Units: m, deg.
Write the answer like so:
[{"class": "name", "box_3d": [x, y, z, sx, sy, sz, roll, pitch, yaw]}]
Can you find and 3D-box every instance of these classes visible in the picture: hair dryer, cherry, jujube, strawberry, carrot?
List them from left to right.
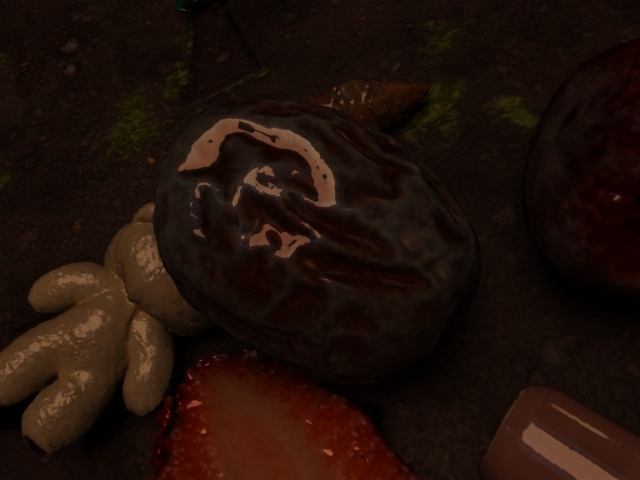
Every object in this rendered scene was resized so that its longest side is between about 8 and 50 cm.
[{"class": "strawberry", "box_3d": [-0.026, 0.234, 0.469, 0.234, 0.137, 0.306, -10, 34, -15]}, {"class": "jujube", "box_3d": [0.001, -0.001, 0.512, 0.308, 0.215, 0.246, 18, 62, -2]}, {"class": "carrot", "box_3d": [0.028, -0.163, 0.724, 0.263, 0.102, 0.102, -20, 54, -4]}, {"class": "hair dryer", "box_3d": [0.147, 0.254, 0.337, 0.189, 0.106, 0.344, 30, 47, 28]}, {"class": "cherry", "box_3d": [0.297, -0.074, 0.496, 0.203, 0.230, 0.300, 9, 40, -5]}]

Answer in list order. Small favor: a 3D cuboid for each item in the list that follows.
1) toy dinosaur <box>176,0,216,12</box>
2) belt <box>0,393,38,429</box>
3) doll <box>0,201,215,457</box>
[{"class": "toy dinosaur", "box_3d": [-0.231, -0.473, 1.018, 0.096, 0.059, 0.132, 23, 59, 22]}, {"class": "belt", "box_3d": [-0.389, 0.183, 0.610, 0.140, 0.105, 0.058, -13, 55, 20]}, {"class": "doll", "box_3d": [-0.236, 0.096, 0.603, 0.278, 0.175, 0.149, -44, 24, -20]}]
